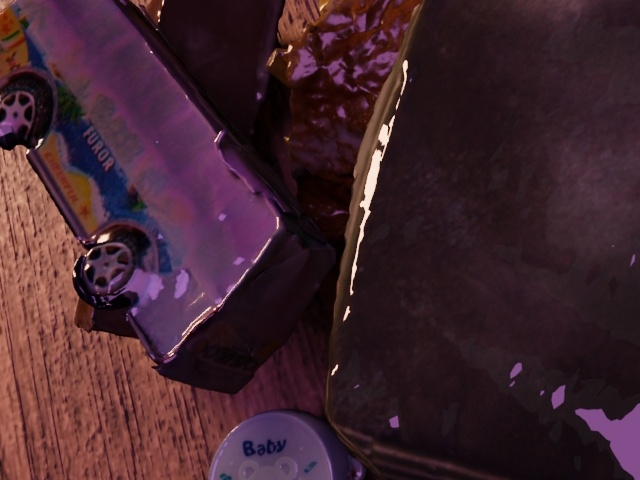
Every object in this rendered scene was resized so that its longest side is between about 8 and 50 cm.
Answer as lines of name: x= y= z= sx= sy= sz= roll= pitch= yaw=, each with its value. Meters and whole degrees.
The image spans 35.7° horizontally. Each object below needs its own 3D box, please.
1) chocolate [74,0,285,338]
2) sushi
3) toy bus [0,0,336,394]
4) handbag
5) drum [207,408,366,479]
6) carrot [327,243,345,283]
chocolate: x=-0.121 y=-0.071 z=0.828 sx=0.112 sy=0.112 sz=0.321 roll=-15 pitch=63 yaw=63
sushi: x=0.039 y=-0.123 z=0.734 sx=0.179 sy=0.167 sz=0.296 roll=12 pitch=90 yaw=26
toy bus: x=-0.118 y=-0.051 z=0.667 sx=0.138 sy=0.112 sz=0.317 roll=-44 pitch=61 yaw=9
handbag: x=0.158 y=-0.001 z=0.573 sx=0.247 sy=0.240 sz=0.340 roll=8 pitch=78 yaw=33
drum: x=-0.040 y=0.247 z=0.713 sx=0.130 sy=0.049 sz=0.253 roll=3 pitch=75 yaw=30
carrot: x=0.000 y=0.000 z=0.777 sx=0.161 sy=0.055 sz=0.055 roll=24 pitch=86 yaw=41
